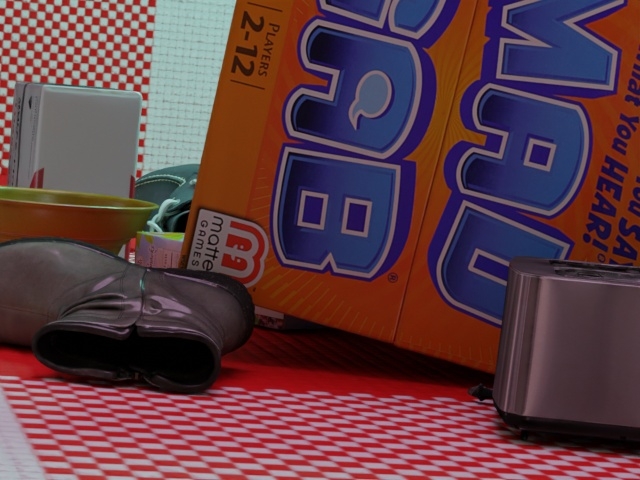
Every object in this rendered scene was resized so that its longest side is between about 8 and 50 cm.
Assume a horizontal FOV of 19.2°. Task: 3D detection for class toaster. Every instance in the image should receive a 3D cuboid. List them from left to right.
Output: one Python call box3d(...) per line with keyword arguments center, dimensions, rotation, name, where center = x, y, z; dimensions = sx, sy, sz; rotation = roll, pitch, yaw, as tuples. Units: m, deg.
box3d(center=(0.195, 0.075, 1.270), dimensions=(0.185, 0.110, 0.168), rotation=(5, 3, 5), name="toaster")

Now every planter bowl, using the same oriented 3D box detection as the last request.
box3d(center=(-0.269, 0.000, 1.834), dimensions=(0.217, 0.090, 0.217), rotation=(5, 4, 0), name="planter bowl")

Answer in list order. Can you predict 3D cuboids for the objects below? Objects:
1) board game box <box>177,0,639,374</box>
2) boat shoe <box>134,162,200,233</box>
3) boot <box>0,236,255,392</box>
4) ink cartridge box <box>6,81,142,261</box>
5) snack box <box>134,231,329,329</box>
box3d(center=(0.125, -0.117, 1.559), dimensions=(0.356, 0.356, 0.356), rotation=(15, 12, 8), name="board game box")
box3d(center=(-0.149, -0.029, 2.228), dimensions=(0.099, 0.116, 0.319), rotation=(7, 7, -41), name="boat shoe")
box3d(center=(-0.175, 0.054, 1.353), dimensions=(0.246, 0.083, 0.161), rotation=(5, 10, 12), name="boot")
box3d(center=(-0.286, -0.078, 2.145), dimensions=(0.114, 0.197, 0.273), rotation=(4, 4, -15), name="ink cartridge box")
box3d(center=(-0.046, 0.036, 1.772), dimensions=(0.207, 0.070, 0.174), rotation=(8, 5, 42), name="snack box")
